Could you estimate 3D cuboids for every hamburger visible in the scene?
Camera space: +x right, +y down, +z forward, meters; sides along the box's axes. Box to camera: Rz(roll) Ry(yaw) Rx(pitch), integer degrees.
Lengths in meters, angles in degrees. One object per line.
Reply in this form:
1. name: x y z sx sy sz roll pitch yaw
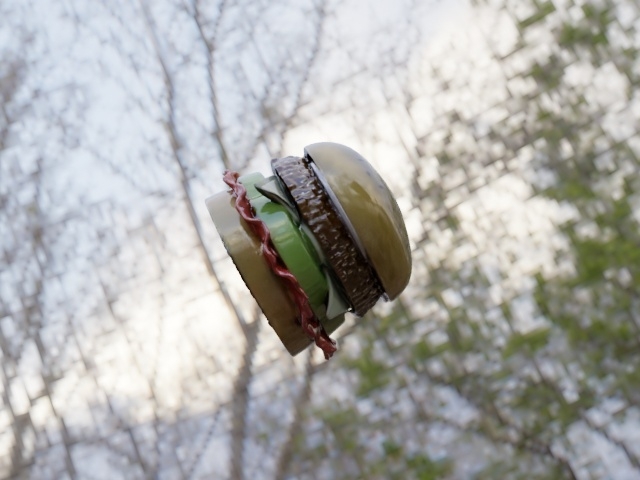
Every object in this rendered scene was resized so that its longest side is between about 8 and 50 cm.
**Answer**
1. hamburger: -0.002 -0.003 1.394 0.137 0.175 0.175 -31 -29 -2
